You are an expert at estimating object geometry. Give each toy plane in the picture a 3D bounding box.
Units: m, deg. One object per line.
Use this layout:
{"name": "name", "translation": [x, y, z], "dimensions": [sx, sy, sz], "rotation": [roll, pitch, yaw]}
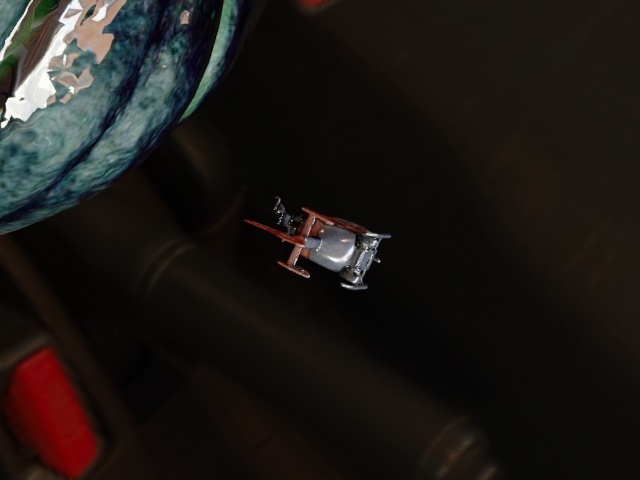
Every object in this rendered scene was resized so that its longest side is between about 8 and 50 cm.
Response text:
{"name": "toy plane", "translation": [0.000, 0.000, 1.138], "dimensions": [0.060, 0.145, 0.037], "rotation": [27, 96, 15]}

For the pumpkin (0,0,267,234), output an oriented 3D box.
{"name": "pumpkin", "translation": [-0.085, -0.094, 0.363], "dimensions": [0.150, 0.194, 0.194], "rotation": [-17, 78, 7]}
